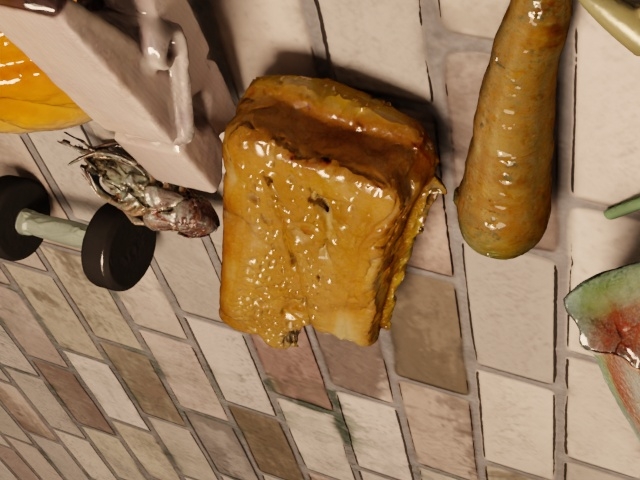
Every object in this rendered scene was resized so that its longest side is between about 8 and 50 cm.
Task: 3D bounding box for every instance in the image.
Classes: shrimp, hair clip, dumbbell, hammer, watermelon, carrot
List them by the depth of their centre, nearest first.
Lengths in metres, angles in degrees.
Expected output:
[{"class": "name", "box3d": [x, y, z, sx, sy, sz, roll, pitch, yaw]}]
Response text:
[{"class": "hammer", "box3d": [0.224, -0.180, 0.597, 0.060, 0.028, 0.195, 39, 145, -3]}, {"class": "carrot", "box3d": [0.144, -0.099, 0.742, 0.078, 0.078, 0.298, 19, 142, 15]}, {"class": "hair clip", "box3d": [-0.131, -0.129, 0.748, 0.085, 0.101, 0.331, 10, 164, 15]}, {"class": "watermelon", "box3d": [0.308, 0.149, 0.831, 0.320, 0.213, 0.289, 17, 151, -5]}, {"class": "shrimp", "box3d": [-0.188, -0.058, 1.058, 0.190, 0.075, 0.073, 36, -178, 5]}, {"class": "dumbbell", "box3d": [-0.289, -0.010, 1.176, 0.191, 0.100, 0.100, 13, 147, 24]}]

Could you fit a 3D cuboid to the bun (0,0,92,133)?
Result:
[{"class": "bun", "box3d": [-0.295, -0.192, 0.846, 0.299, 0.165, 0.299, 20, 147, 13]}]

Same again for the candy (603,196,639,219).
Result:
[{"class": "candy", "box3d": [0.289, -0.050, 0.709, 0.084, 0.078, 0.288, -3, 169, -22]}]

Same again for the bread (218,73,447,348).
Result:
[{"class": "bread", "box3d": [0.000, 0.000, 0.959, 0.185, 0.109, 0.380, 20, 150, 5]}]
